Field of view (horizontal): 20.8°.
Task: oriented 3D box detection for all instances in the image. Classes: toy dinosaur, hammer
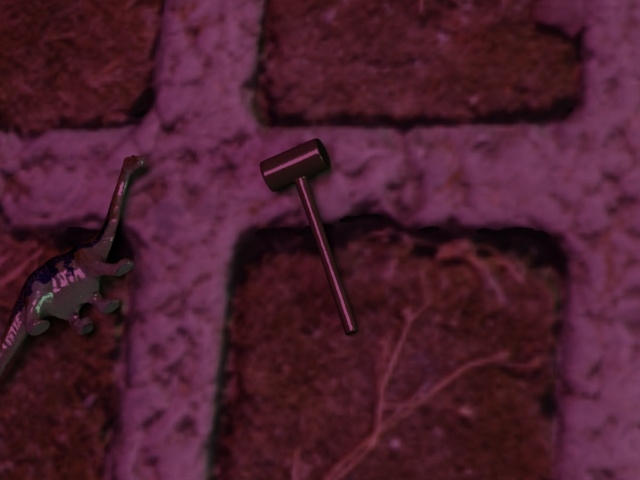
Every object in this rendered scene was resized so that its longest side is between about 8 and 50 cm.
[{"bbox_3d":[-0.144,0.033,0.981,0.180,0.037,0.058,-49,43,-6],"label":"toy dinosaur"},{"bbox_3d":[0.000,0.000,0.953,0.036,0.019,0.110,-22,75,12],"label":"hammer"}]
